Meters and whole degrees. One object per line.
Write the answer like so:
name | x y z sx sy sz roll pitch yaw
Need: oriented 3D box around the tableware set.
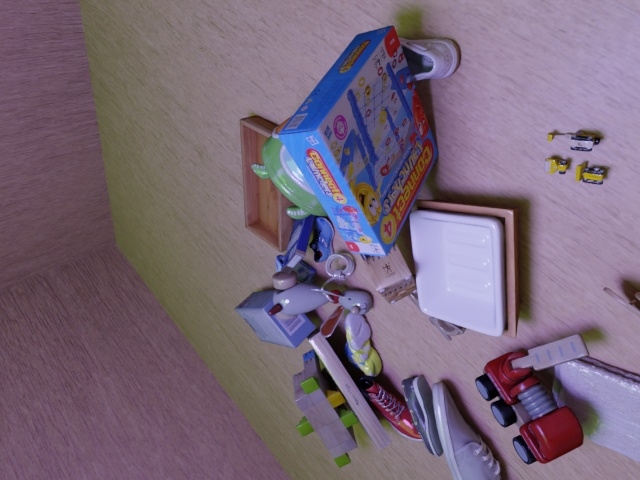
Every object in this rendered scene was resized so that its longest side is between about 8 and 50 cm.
tableware set | 0.294 0.175 1.119 0.194 0.039 0.128 48 141 17

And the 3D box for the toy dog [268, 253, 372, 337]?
toy dog | -0.028 0.192 1.315 0.333 0.161 0.220 -18 107 28

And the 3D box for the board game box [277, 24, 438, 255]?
board game box | 0.097 -0.182 0.816 0.086 0.308 0.302 6 143 39

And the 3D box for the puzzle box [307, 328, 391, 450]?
puzzle box | 0.082 0.492 1.467 0.409 0.052 0.272 56 172 7

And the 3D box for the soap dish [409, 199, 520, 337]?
soap dish | 0.323 0.048 0.938 0.229 0.118 0.291 12 121 45

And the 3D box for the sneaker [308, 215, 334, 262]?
sneaker | 0.000 0.000 1.329 0.063 0.073 0.162 18 125 43

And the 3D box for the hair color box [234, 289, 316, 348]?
hair color box | -0.184 0.293 1.625 0.185 0.113 0.374 53 154 -10

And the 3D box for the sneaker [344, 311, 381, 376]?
sneaker | 0.109 0.340 1.403 0.126 0.091 0.240 -4 110 52

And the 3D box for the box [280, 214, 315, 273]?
box | -0.062 -0.022 1.318 0.036 0.225 0.136 21 147 -14

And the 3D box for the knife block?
knife block | 0.139 0.013 1.040 0.242 0.088 0.275 68 -170 24

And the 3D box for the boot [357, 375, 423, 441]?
boot | 0.225 0.522 1.335 0.244 0.088 0.176 24 156 42

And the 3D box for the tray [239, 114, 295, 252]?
tray | -0.170 -0.181 1.417 0.203 0.076 0.411 33 134 33

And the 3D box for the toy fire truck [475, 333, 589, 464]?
toy fire truck | 0.457 0.312 0.872 0.246 0.158 0.217 78 168 -55

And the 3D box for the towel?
towel | 0.609 0.344 0.846 0.282 0.049 0.187 15 124 44

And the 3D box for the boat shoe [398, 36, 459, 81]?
boat shoe | 0.144 -0.376 0.896 0.277 0.096 0.098 16 124 44

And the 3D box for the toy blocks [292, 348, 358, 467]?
toy blocks | 0.010 0.586 1.569 0.381 0.191 0.261 61 -177 -18

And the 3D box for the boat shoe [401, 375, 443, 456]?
boat shoe | 0.304 0.521 1.269 0.068 0.081 0.228 -23 77 41

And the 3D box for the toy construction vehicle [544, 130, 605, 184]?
toy construction vehicle | 0.446 -0.147 0.744 0.098 0.035 0.086 20 138 45

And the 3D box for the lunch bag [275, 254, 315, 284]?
lunch bag | -0.099 0.132 1.514 0.151 0.096 0.129 28 133 23

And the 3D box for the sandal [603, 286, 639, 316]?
sandal | 0.606 0.133 0.713 0.240 0.088 0.079 41 108 15

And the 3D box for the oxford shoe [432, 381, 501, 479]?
oxford shoe | 0.418 0.599 1.179 0.130 0.169 0.449 -21 89 19

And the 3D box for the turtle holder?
turtle holder | 0.009 -0.179 1.069 0.227 0.243 0.320 -41 70 36
